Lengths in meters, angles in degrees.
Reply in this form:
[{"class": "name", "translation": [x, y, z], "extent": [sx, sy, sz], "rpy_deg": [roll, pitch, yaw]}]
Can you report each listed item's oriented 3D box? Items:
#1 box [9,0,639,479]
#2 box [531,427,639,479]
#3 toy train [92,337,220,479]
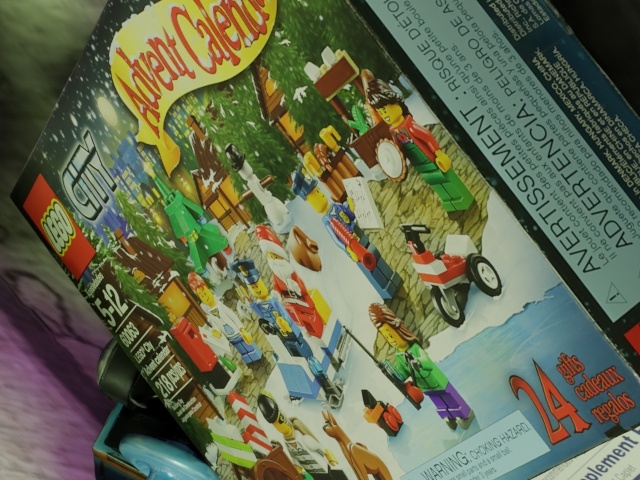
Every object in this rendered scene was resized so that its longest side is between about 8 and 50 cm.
[{"class": "box", "translation": [0.000, 0.000, 0.490], "extent": [0.159, 0.044, 0.233], "rpy_deg": [52, 153, 4]}, {"class": "box", "translation": [0.132, 0.042, 0.502], "extent": [0.137, 0.072, 0.126], "rpy_deg": [30, 150, 0]}, {"class": "toy train", "translation": [-0.001, 0.090, 0.700], "extent": [0.184, 0.080, 0.105], "rpy_deg": [26, 160, 4]}]
